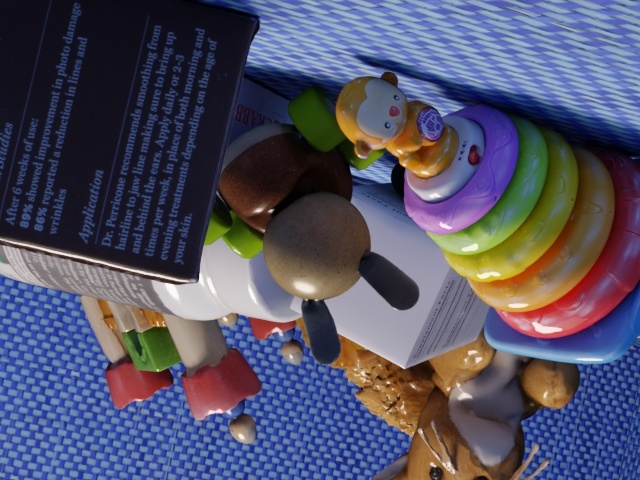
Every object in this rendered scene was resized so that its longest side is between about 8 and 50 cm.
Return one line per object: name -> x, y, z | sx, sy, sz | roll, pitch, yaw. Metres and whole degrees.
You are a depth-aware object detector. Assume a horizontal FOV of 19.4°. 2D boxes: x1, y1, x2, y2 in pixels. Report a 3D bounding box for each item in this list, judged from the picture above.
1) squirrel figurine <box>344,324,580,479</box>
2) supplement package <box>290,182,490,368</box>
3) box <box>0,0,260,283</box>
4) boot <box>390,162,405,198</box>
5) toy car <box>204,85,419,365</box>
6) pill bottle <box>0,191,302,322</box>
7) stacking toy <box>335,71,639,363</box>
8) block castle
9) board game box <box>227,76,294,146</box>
squirrel figurine -> 0.190, 0.166, 2.329 | 0.281, 0.370, 0.397 | 14, 176, -18
supplement package -> 0.091, 0.028, 1.889 | 0.139, 0.134, 0.244 | 27, -167, 18
box -> -0.251, -0.098, 1.285 | 0.381, 0.191, 0.143 | 14, 176, -8
boot -> 0.133, -0.049, 1.866 | 0.121, 0.045, 0.099 | 14, -178, 9
toy car -> 0.000, 0.000, 1.522 | 0.188, 0.155, 0.149 | 58, -164, 21
pill bottle -> -0.171, -0.029, 1.945 | 0.361, 0.204, 0.204 | 11, 176, 32
stacking toy -> 0.124, -0.042, 1.408 | 0.302, 0.175, 0.166 | 33, 162, -35
block castle -> -0.090, 0.102, 2.280 | 0.303, 0.213, 0.453 | -25, -175, -19
board game box -> -0.185, -0.123, 1.635 | 0.318, 0.066, 0.318 | 11, 176, 26
